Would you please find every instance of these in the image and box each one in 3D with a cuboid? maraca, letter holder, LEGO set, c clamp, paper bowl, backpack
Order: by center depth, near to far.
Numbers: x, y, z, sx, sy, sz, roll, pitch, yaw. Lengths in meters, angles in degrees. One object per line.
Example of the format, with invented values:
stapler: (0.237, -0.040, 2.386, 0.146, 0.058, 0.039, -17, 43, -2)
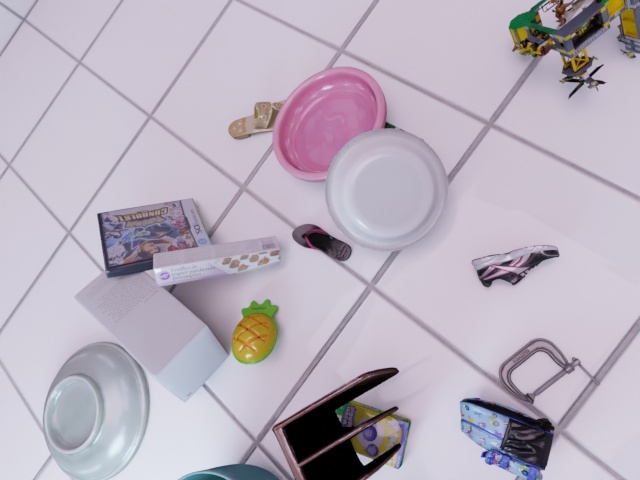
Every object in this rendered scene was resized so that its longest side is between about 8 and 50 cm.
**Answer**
letter holder: (0.085, 0.364, 0.863, 0.214, 0.302, 0.152, -35, 66, 8)
backpack: (0.356, 0.384, 0.874, 0.173, 0.158, 0.117, 14, 76, 27)
c clamp: (0.468, 0.283, 0.928, 0.160, 0.022, 0.137, -36, 67, 10)
LEGO set: (0.620, -0.480, 1.000, 0.331, 0.192, 0.255, -42, 37, 4)
paper bowl: (0.151, -0.114, 1.022, 0.283, 0.148, 0.285, 1, 99, 3)
maraca: (-0.170, 0.237, 1.157, 0.127, 0.099, 0.186, -6, 50, 12)

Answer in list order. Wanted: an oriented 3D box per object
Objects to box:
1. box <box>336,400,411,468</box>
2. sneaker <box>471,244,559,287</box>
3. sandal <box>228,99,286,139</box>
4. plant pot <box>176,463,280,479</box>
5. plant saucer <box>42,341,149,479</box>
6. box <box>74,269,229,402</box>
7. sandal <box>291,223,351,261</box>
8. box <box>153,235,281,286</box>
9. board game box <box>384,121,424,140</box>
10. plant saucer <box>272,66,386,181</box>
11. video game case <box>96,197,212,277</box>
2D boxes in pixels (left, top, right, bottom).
box: (0.110, 0.441, 1.023, 0.179, 0.043, 0.105, 10, 81, 25)
sneaker: (0.435, 0.058, 0.980, 0.178, 0.072, 0.077, -17, 83, 26)
sandal: (-0.182, -0.371, 1.315, 0.239, 0.079, 0.088, -17, 72, 17)
plant pot: (-0.189, 0.645, 0.985, 0.292, 0.235, 0.294, -5, 76, 21)
plant saucer: (-0.694, 0.503, 1.298, 0.399, 0.100, 0.401, -5, 75, 21)
box: (-0.442, 0.231, 1.173, 0.345, 0.215, 0.168, 33, 65, 25)
sandal: (0.000, 0.000, 1.173, 0.179, 0.040, 0.067, 23, 87, 25)
box: (-0.266, 0.052, 1.159, 0.323, 0.063, 0.067, -10, 38, -15)
board game box: (0.148, -0.180, 1.166, 0.136, 0.030, 0.260, 33, 91, 27)
plant saucer: (0.028, -0.305, 1.197, 0.331, 0.084, 0.333, -10, 69, 26)
video game case: (-0.465, -0.018, 1.238, 0.274, 0.035, 0.248, -12, 45, -23)
